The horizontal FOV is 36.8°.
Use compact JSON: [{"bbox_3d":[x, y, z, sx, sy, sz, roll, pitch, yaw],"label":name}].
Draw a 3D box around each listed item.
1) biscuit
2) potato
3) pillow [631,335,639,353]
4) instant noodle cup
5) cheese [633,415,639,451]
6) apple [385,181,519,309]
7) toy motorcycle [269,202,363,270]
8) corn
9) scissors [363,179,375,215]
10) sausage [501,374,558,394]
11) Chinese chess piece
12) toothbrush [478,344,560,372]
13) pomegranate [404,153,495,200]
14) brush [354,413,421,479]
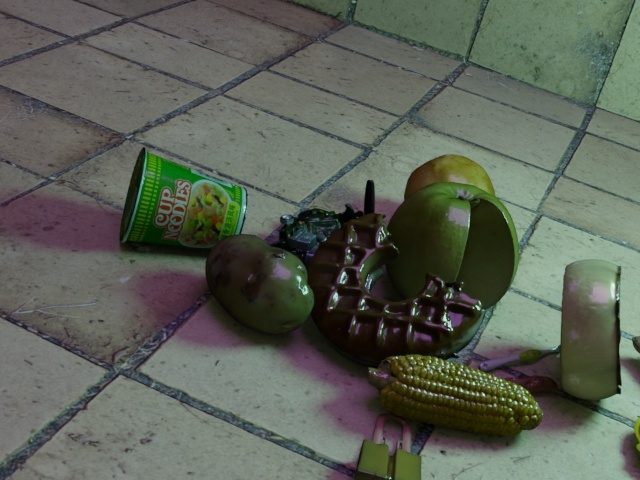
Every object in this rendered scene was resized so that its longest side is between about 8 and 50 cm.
[{"bbox_3d":[0.118,0.114,1.840,0.268,0.115,0.366,-37,53,-17],"label":"biscuit"},{"bbox_3d":[-0.123,0.082,1.840,0.165,0.165,0.262,-13,27,-40],"label":"potato"},{"bbox_3d":[0.779,0.274,1.975,0.223,0.084,0.236,6,27,-18],"label":"pillow"},{"bbox_3d":[-0.283,-0.072,2.013,0.232,0.207,0.207,12,28,-17],"label":"instant noodle cup"},{"bbox_3d":[0.684,0.369,1.776,0.270,0.069,0.177,-7,35,-37],"label":"cheese"},{"bbox_3d":[0.278,0.015,2.037,0.291,0.254,0.292,10,23,-4],"label":"apple"},{"bbox_3d":[0.000,0.000,2.083,0.187,0.125,0.275,13,29,18],"label":"toy motorcycle"},{"bbox_3d":[0.235,0.273,1.697,0.321,0.119,0.119,13,28,-10],"label":"corn"},{"bbox_3d":[0.106,-0.049,2.111,0.017,0.220,0.088,-25,50,-23],"label":"scissors"},{"bbox_3d":[0.389,0.281,1.839,0.157,0.042,0.036,0,-7,-28],"label":"sausage"},{"bbox_3d":[0.524,0.171,1.851,0.112,0.270,0.270,2,25,17],"label":"Chinese chess piece"},{"bbox_3d":[0.414,0.235,1.945,0.263,0.026,0.022,-8,68,-33],"label":"toothbrush"},{"bbox_3d":[0.304,-0.099,2.298,0.233,0.233,0.233,11,28,-6],"label":"pomegranate"},{"bbox_3d":[0.114,0.349,1.584,0.103,0.047,0.233,16,19,2],"label":"brush"}]
